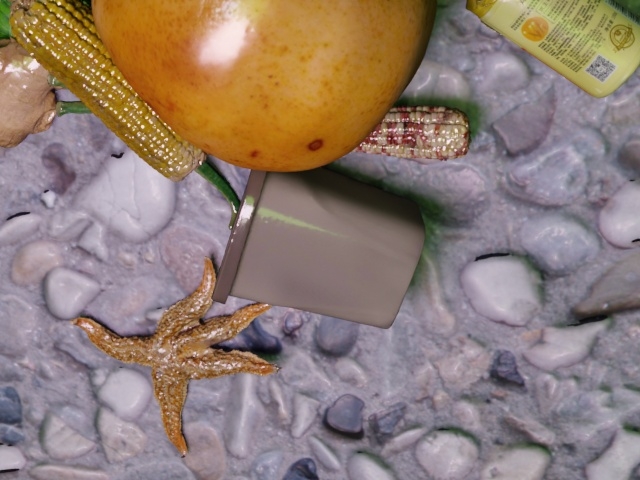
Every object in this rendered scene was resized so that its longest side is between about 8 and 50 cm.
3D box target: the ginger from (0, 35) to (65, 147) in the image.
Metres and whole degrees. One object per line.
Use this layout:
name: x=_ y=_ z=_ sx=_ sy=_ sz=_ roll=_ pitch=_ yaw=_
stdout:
ginger: x=-0.454 y=-0.195 z=1.314 sx=0.137 sy=0.074 sz=0.213 roll=34 pitch=113 yaw=-27

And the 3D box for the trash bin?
trash bin: x=0.000 y=0.000 z=1.277 sx=0.250 sy=0.219 sz=0.219 roll=17 pitch=113 yaw=-7

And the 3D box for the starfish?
starfish: x=-0.196 y=0.181 z=1.434 sx=0.293 sy=0.084 sz=0.301 roll=-29 pitch=101 yaw=17

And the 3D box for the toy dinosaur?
toy dinosaur: x=-0.227 y=-0.238 z=1.289 sx=0.301 sy=0.087 sz=0.447 roll=2 pitch=94 yaw=-27

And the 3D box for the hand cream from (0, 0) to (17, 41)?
hand cream: x=-0.422 y=-0.313 z=1.287 sx=0.175 sy=0.046 sz=0.095 roll=18 pitch=115 yaw=-2

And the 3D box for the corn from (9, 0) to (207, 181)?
corn: x=-0.271 y=-0.201 z=1.174 sx=0.097 sy=0.097 sz=0.320 roll=-35 pitch=116 yaw=17

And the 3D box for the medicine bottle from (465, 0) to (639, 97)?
medicine bottle: x=0.303 y=-0.293 z=1.181 sx=0.239 sy=0.124 sz=0.124 roll=32 pitch=111 yaw=-5

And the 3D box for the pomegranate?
pomegranate: x=-0.053 y=-0.289 z=1.088 sx=0.417 sy=0.416 sz=0.416 roll=2 pitch=111 yaw=5

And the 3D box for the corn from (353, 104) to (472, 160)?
corn: x=0.093 y=-0.151 z=1.275 sx=0.237 sy=0.079 sz=0.079 roll=1 pitch=111 yaw=15
